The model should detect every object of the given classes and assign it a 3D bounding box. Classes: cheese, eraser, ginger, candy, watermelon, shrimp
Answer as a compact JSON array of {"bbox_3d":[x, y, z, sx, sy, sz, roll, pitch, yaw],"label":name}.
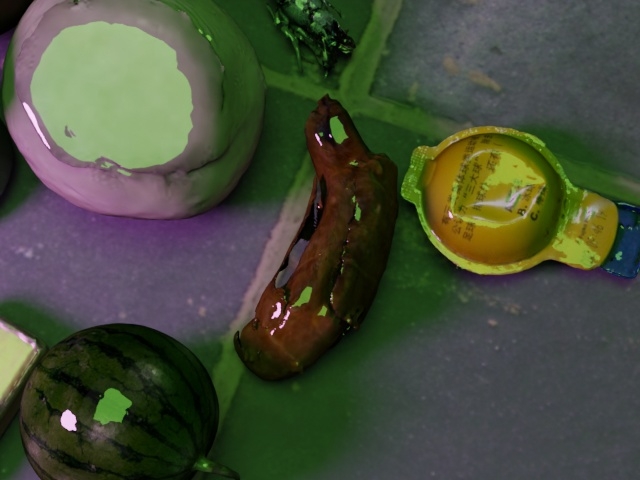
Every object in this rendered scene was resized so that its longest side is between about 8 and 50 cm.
[{"bbox_3d":[0.221,-0.034,1.434,0.270,0.069,0.177,17,71,4],"label":"cheese"},{"bbox_3d":[-0.370,0.157,1.371,0.117,0.058,0.172,27,71,10],"label":"eraser"},{"bbox_3d":[0.011,0.006,1.406,0.133,0.107,0.309,11,68,30],"label":"ginger"},{"bbox_3d":[-0.200,-0.154,1.426,0.295,0.185,0.295,3,78,-12],"label":"candy"},{"bbox_3d":[-0.186,0.179,1.293,0.214,0.188,0.188,30,72,18],"label":"watermelon"},{"bbox_3d":[-0.031,-0.265,1.526,0.082,0.076,0.174,-41,72,9],"label":"shrimp"}]

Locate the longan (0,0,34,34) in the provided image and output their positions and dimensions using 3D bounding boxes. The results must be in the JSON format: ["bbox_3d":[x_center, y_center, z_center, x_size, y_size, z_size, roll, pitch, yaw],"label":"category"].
[{"bbox_3d":[-0.422,-0.337,1.434,0.288,0.288,0.350,45,41,16],"label":"longan"}]

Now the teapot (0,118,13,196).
[{"bbox_3d":[-0.438,-0.107,1.385,0.203,0.225,0.171,-36,72,-13],"label":"teapot"}]
